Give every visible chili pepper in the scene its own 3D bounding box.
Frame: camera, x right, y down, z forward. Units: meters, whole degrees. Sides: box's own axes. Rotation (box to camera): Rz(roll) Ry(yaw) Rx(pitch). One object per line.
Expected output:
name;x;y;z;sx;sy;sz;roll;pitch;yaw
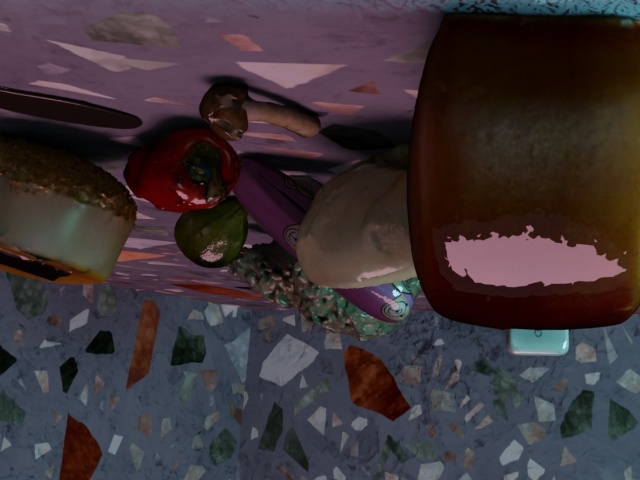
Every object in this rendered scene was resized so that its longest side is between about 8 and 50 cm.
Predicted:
chili pepper;-0.186;-0.088;1.431;0.110;0.110;0.387;9;176;-24

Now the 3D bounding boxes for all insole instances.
insole;-0.370;-0.168;1.313;0.328;0.007;0.111;10;169;-30

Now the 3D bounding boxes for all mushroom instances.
mushroom;-0.058;-0.131;1.218;0.060;0.061;0.187;-9;169;40

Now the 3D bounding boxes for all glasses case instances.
glasses case;0.000;0.000;1.529;0.316;0.076;0.123;40;164;5

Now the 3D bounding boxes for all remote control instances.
remote control;0.237;-0.001;1.214;0.067;0.261;0.029;1;161;6

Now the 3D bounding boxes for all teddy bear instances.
teddy bear;0.007;0.056;2.097;0.368;0.224;0.357;18;177;15

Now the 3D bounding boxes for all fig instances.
fig;-0.176;-0.028;1.875;0.123;0.123;0.156;10;132;-32

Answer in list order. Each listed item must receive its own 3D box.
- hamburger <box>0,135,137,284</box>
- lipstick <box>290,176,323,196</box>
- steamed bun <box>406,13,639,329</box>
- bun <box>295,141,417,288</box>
hamburger;-0.396;-0.048;1.531;0.276;0.179;0.294;19;167;-20
lipstick;0.002;-0.037;1.763;0.068;0.066;0.317;3;171;19
steamed bun;0.200;-0.039;1.023;0.235;0.248;0.379;3;170;9
bun;0.100;-0.039;1.336;0.287;0.146;0.287;-18;-172;3
